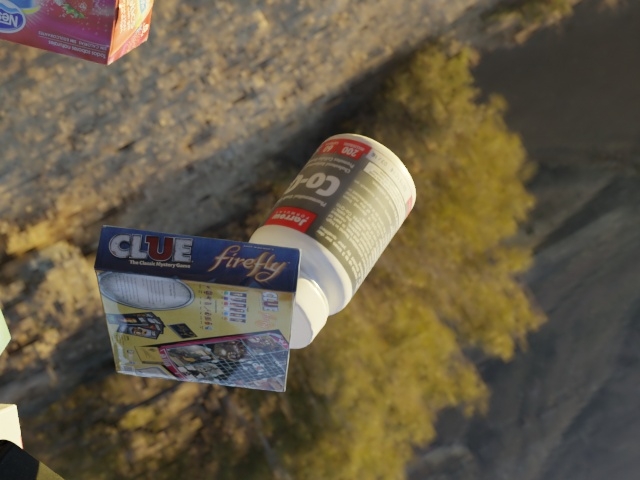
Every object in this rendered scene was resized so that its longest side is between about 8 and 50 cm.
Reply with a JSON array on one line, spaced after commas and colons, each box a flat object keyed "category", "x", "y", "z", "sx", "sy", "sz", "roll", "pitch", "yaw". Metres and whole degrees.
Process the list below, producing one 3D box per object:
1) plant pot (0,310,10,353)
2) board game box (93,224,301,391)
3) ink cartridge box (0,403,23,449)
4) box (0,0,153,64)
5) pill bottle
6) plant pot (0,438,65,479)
[{"category": "plant pot", "x": -0.466, "y": 0.072, "z": 1.446, "sx": 0.165, "sy": 0.234, "sz": 0.166, "roll": -26, "pitch": -155, "yaw": 29}, {"category": "board game box", "x": -0.105, "y": 0.067, "z": 1.171, "sx": 0.165, "sy": 0.042, "sz": 0.243, "roll": 7, "pitch": 154, "yaw": -1}, {"category": "ink cartridge box", "x": -0.556, "y": 0.321, "z": 2.136, "sx": 0.150, "sy": 0.109, "sz": 0.063, "roll": -2, "pitch": -170, "yaw": 30}, {"category": "box", "x": -0.321, "y": -0.290, "z": 1.465, "sx": 0.128, "sy": 0.256, "sz": 0.123, "roll": -58, "pitch": 160, "yaw": -66}, {"category": "pill bottle", "x": 0.000, "y": 0.000, "z": 1.834, "sx": 0.283, "sy": 0.161, "sz": 0.161, "roll": -54, "pitch": -175, "yaw": -33}, {"category": "plant pot", "x": -0.307, "y": 0.290, "z": 1.209, "sx": 0.188, "sy": 0.187, "sz": 0.167, "roll": -21, "pitch": -146, "yaw": 44}]
